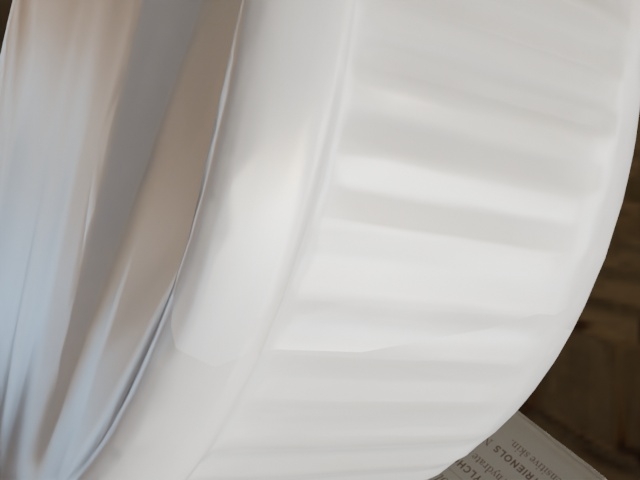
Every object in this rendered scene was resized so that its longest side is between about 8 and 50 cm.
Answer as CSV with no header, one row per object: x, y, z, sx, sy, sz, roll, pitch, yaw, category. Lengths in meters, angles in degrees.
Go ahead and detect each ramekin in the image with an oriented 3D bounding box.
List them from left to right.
-0.014,-0.041,0.451,0.127,0.273,0.273,11,-166,-23,ramekin

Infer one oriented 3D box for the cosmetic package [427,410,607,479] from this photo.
0.115,0.403,1.724,0.393,0.329,0.327,-40,-129,-14,cosmetic package
